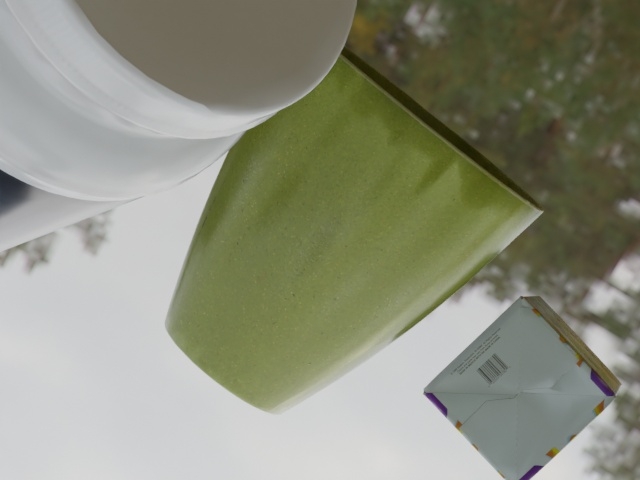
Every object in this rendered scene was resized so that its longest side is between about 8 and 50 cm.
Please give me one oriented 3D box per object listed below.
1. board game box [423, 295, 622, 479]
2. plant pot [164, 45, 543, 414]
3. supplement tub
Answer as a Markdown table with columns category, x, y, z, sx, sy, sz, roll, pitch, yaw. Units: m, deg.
| category | x | y | z | sx | sy | sz | roll | pitch | yaw |
| --- | --- | --- | --- | --- | --- | --- | --- | --- | --- |
| board game box | 0.223 | 0.157 | 1.977 | 0.142 | 0.144 | 0.275 | 47 | -173 | 8 |
| plant pot | 0.000 | 0.000 | 1.654 | 0.275 | 0.293 | 0.275 | 38 | -173 | -6 |
| supplement tub | -0.137 | -0.094 | 0.759 | 0.191 | 0.191 | 0.272 | 17 | 155 | -40 |
